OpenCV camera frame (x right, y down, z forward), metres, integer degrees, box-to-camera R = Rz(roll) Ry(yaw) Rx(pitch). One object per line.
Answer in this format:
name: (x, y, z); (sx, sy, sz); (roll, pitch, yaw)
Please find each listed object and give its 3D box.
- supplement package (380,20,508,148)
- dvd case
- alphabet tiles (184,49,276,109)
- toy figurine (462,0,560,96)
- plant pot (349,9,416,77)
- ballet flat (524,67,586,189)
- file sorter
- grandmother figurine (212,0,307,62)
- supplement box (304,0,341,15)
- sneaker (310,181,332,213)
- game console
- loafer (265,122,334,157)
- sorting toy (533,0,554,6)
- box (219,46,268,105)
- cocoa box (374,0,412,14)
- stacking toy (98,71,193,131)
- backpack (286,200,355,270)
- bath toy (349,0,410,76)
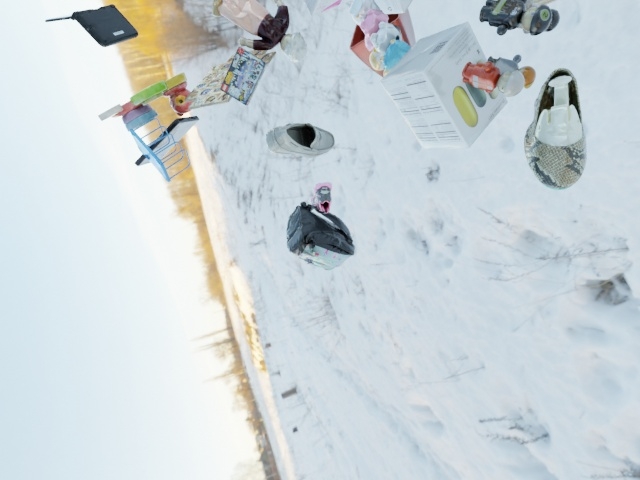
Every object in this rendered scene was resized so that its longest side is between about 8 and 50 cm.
supplement package: (0.356, -0.430, 1.177); (0.263, 0.199, 0.198); (47, 168, -27)
dvd case: (-0.591, -0.386, 1.578); (0.022, 0.253, 0.180); (49, -161, -11)
alphabet tiles: (-0.311, -0.565, 1.409); (0.011, 0.285, 0.343); (62, -141, -43)
toy figurine: (0.461, -0.461, 0.972); (0.148, 0.209, 0.213); (30, 128, 29)
plant pot: (0.331, -0.976, 2.000); (0.236, 0.267, 0.267); (45, -136, -34)
ballet flat: (0.711, -0.370, 1.229); (0.182, 0.163, 0.483); (70, -146, -44)
file sorter: (-0.541, -0.312, 1.391); (0.170, 0.104, 0.118); (47, 161, 10)
grandmother figurine: (-0.186, -0.727, 1.375); (0.342, 0.208, 0.104); (37, -170, 1)
supplement box: (0.020, -0.773, 1.182); (0.114, 0.111, 0.220); (62, 167, -7)
sneaker: (0.006, -0.082, 0.919); (0.119, 0.047, 0.057); (95, 165, -69)
game console: (-0.450, -0.424, 0.813); (0.107, 0.071, 0.122); (48, -146, -20)
loafer: (-0.046, -0.349, 1.412); (0.111, 0.319, 0.112); (-15, 92, 41)
sorting toy: (0.733, -0.864, 1.380); (0.208, 0.038, 0.193); (6, 81, 60)
box: (-0.229, -0.488, 1.215); (0.137, 0.093, 0.027); (-59, -1, 20)
cocoa box: (0.210, -1.044, 1.476); (0.231, 0.228, 0.347); (26, 171, 42)
stacking toy: (-0.612, -0.469, 1.476); (0.130, 0.308, 0.280); (61, -168, -25)
backpack: (0.000, 0.000, 1.075); (0.115, 0.181, 0.152); (-38, 40, 40)
bath toy: (0.207, -0.715, 1.423); (0.151, 0.128, 0.348); (-48, 51, 42)
